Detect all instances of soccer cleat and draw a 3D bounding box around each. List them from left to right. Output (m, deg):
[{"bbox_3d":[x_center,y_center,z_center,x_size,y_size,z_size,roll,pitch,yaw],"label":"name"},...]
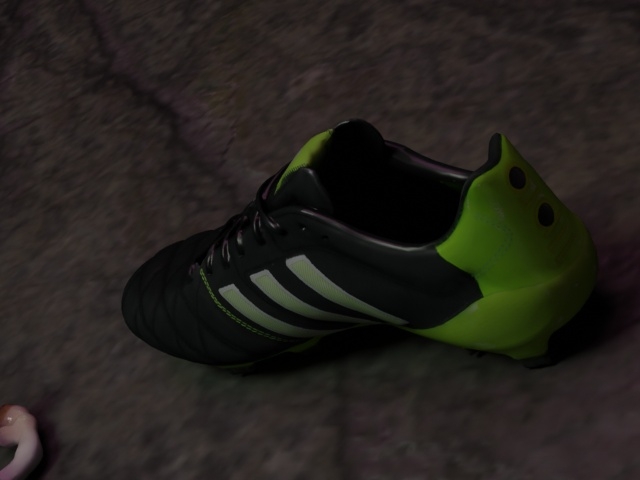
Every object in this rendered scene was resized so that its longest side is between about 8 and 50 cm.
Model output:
[{"bbox_3d":[0.000,0.000,0.511,0.179,0.072,0.060,-5,39,42],"label":"soccer cleat"}]

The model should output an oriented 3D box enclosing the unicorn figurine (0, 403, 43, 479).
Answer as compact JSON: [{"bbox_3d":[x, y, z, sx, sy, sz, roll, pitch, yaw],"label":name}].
[{"bbox_3d":[-0.133,0.084,0.544,0.162,0.060,0.111,-39,25,23],"label":"unicorn figurine"}]
